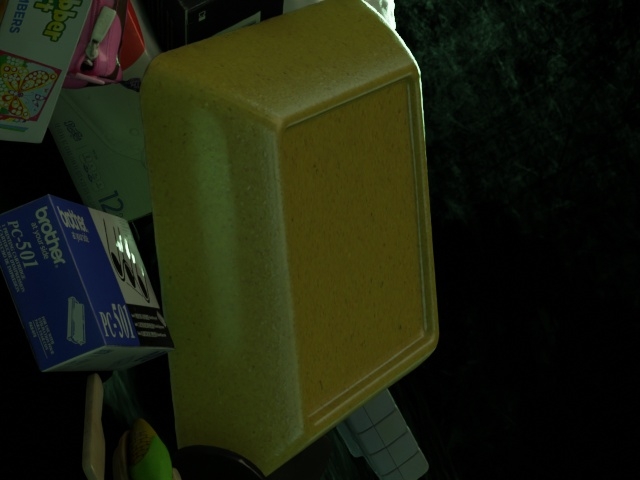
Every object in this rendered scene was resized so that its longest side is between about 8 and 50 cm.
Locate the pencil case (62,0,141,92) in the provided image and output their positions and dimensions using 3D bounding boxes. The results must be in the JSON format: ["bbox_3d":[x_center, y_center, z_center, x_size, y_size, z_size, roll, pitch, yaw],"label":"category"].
[{"bbox_3d":[-0.158,-0.206,1.314,0.098,0.095,0.209,-158,-108,-70],"label":"pencil case"}]

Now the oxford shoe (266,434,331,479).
[{"bbox_3d":[-0.043,0.168,1.640,0.076,0.076,0.212,35,-17,24],"label":"oxford shoe"}]

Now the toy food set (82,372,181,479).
[{"bbox_3d":[-0.093,0.177,1.238,0.132,0.038,0.192,-101,169,-62],"label":"toy food set"}]

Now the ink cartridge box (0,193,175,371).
[{"bbox_3d":[-0.146,0.031,1.232,0.207,0.046,0.097,23,45,-82],"label":"ink cartridge box"}]

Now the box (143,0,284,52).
[{"bbox_3d":[-0.106,-0.206,1.515,0.158,0.093,0.156,54,-19,21],"label":"box"}]

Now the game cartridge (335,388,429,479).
[{"bbox_3d":[-0.035,0.052,1.818,0.355,0.068,0.230,53,-2,42],"label":"game cartridge"}]

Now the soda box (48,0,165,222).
[{"bbox_3d":[-0.174,-0.157,1.428,0.098,0.091,0.286,-88,156,-76],"label":"soda box"}]

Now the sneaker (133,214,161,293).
[{"bbox_3d":[-0.083,0.042,1.614,0.226,0.086,0.163,59,12,-68],"label":"sneaker"}]

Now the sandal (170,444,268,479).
[{"bbox_3d":[-0.055,0.217,1.354,0.040,0.067,0.179,-76,149,-61],"label":"sandal"}]

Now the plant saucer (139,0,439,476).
[{"bbox_3d":[0.000,0.000,1.473,0.333,0.081,0.333,-30,118,-59],"label":"plant saucer"}]

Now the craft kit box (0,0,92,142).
[{"bbox_3d":[-0.175,-0.232,1.182,0.247,0.061,0.250,114,-30,-42],"label":"craft kit box"}]

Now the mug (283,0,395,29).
[{"bbox_3d":[-0.064,-0.222,1.798,0.374,0.276,0.328,64,6,-65],"label":"mug"}]
